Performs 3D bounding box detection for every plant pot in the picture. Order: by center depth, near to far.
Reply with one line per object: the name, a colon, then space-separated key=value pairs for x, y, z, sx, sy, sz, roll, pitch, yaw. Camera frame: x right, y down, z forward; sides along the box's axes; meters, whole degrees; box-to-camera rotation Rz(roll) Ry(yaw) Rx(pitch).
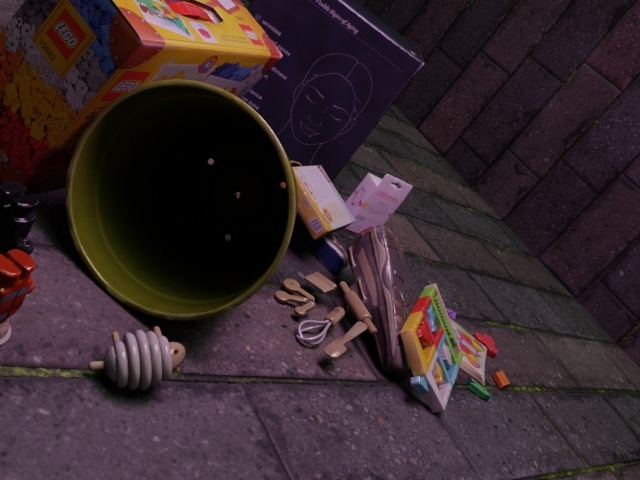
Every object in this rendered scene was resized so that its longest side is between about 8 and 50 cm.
plant pot: x=-0.188 y=-0.077 z=1.233 sx=0.366 sy=0.366 sz=0.353 roll=40 pitch=11 yaw=4

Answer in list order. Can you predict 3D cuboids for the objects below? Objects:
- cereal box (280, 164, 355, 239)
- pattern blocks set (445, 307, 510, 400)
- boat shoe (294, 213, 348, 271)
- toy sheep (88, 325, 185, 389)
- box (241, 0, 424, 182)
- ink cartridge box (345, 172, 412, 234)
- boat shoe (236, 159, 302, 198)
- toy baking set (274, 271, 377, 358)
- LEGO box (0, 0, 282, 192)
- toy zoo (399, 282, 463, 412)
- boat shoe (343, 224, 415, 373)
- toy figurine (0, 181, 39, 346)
cereal box: x=-0.006 y=-0.096 z=1.676 sx=0.173 sy=0.047 sz=0.240 roll=58 pitch=18 yaw=4
pattern blocks set: x=0.365 y=0.275 z=1.775 sx=0.285 sy=0.026 sz=0.325 roll=34 pitch=23 yaw=-11
boat shoe: x=0.000 y=0.000 z=1.704 sx=0.183 sy=0.066 sz=0.066 roll=54 pitch=20 yaw=12
toy sheep: x=-0.251 y=0.164 z=0.966 sx=0.132 sy=0.091 sz=0.091 roll=-8 pitch=44 yaw=-22
box: x=-0.034 y=-0.487 z=2.038 sx=0.480 sy=0.472 sz=0.297 roll=35 pitch=22 yaw=-10
ink cartridge box: x=0.151 y=-0.110 z=1.957 sx=0.115 sy=0.198 sz=0.067 roll=21 pitch=28 yaw=-38
boat shoe: x=-0.118 y=-0.129 z=1.703 sx=0.111 sy=0.104 sz=0.307 roll=38 pitch=23 yaw=-6
toy baking set: x=0.015 y=0.152 z=1.423 sx=0.197 sy=0.030 sz=0.256 roll=-2 pitch=37 yaw=-32
LEGO box: x=-0.347 y=-0.295 z=1.286 sx=0.193 sy=0.372 sz=0.500 roll=52 pitch=24 yaw=4
toy zoo: x=0.241 y=0.234 z=1.511 sx=0.192 sy=0.030 sz=0.293 roll=68 pitch=26 yaw=-10
boat shoe: x=0.129 y=0.136 z=1.550 sx=0.132 sy=0.130 sz=0.355 roll=41 pitch=36 yaw=-45
toy figurine: x=-0.461 y=0.018 z=0.856 sx=0.209 sy=0.148 sz=0.213 roll=16 pitch=33 yaw=-33
